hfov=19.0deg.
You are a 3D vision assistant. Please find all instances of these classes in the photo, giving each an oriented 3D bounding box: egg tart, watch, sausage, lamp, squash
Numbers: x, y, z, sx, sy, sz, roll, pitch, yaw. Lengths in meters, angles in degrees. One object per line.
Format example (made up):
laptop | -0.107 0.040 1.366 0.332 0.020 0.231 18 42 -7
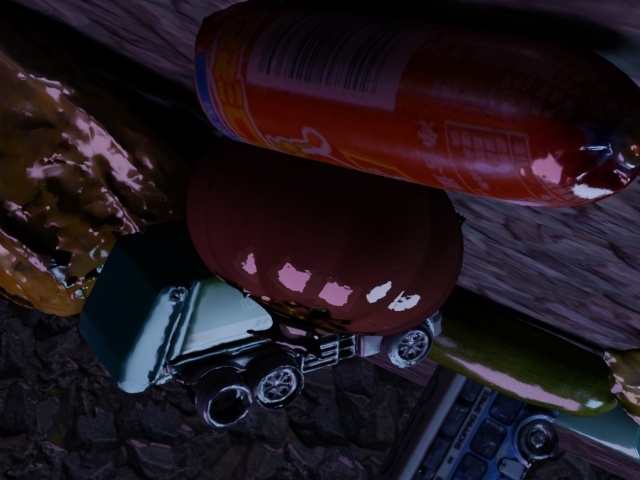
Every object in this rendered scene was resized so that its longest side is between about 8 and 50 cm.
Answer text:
egg tart | -0.225 -0.048 1.424 0.341 0.129 0.341 36 162 14
watch | 0.329 0.202 2.076 0.237 0.068 0.195 24 178 -34
sausage | 0.046 -0.059 0.811 0.074 0.074 0.274 29 172 -37
lamp | 0.000 0.000 1.199 0.182 0.140 0.182 21 173 3
squash | 0.157 0.095 1.766 0.318 0.080 0.071 21 134 21

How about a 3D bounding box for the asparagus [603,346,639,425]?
asparagus | 0.349 0.166 1.584 0.082 0.085 0.343 -33 138 28

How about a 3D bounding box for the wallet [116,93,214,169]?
wallet | -0.148 -0.066 1.586 0.262 0.071 0.221 28 177 27

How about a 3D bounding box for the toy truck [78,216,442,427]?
toy truck | -0.039 0.043 1.343 0.253 0.124 0.114 -15 -144 -22

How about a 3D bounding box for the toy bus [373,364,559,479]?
toy bus | 0.138 0.223 1.885 0.131 0.297 0.106 31 173 -8
